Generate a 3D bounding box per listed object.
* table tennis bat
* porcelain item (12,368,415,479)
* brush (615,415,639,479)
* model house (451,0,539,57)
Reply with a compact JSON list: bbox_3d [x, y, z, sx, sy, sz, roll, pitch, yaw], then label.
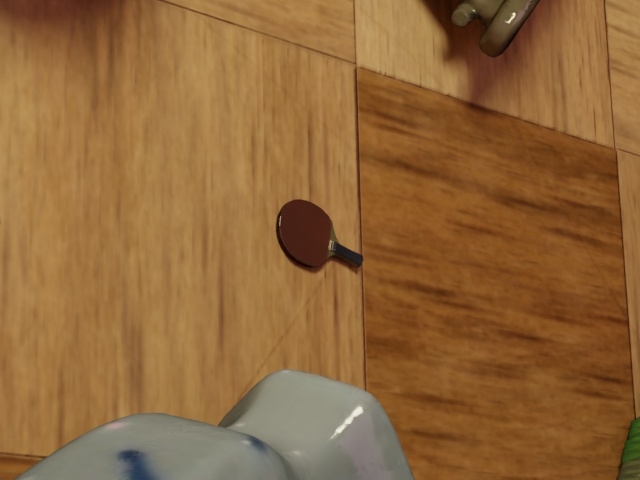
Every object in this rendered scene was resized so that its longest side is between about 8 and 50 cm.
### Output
[{"bbox_3d":[0.000,0.000,1.286,0.083,0.007,0.050,28,59,-34],"label":"table tennis bat"},{"bbox_3d":[-0.109,0.233,0.987,0.405,0.178,0.242,-27,99,-47],"label":"porcelain item"},{"bbox_3d":[0.307,0.148,1.522,0.054,0.048,0.282,51,41,-25],"label":"brush"},{"bbox_3d":[0.144,-0.281,1.439,0.188,0.122,0.229,47,35,-8],"label":"model house"}]
